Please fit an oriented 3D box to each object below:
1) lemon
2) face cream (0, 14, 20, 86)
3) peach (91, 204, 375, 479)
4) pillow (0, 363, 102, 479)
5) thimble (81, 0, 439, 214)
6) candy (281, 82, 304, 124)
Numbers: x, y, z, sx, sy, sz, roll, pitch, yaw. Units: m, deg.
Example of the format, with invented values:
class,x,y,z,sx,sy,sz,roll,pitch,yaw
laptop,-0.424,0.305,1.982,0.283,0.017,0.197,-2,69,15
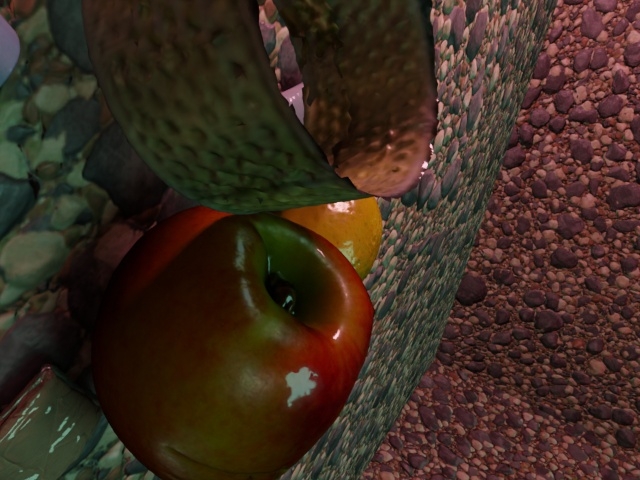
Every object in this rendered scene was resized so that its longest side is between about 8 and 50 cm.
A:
class,x,y,z,sx,sy,sz,roll,pitch,yaw
lemon,0.000,0.000,0.733,0.207,0.170,0.170,-53,154,-39
face cream,-0.226,-0.151,0.190,0.077,0.077,0.250,-58,155,-19
peach,-0.100,0.101,0.516,0.274,0.245,0.248,-51,174,32
pillow,-0.293,0.221,0.461,0.232,0.043,0.126,-51,152,-25
thimble,-0.024,-0.154,0.413,0.271,0.150,0.270,14,73,-55
candy,-0.041,-0.118,0.645,0.174,0.071,0.138,-41,148,-44
